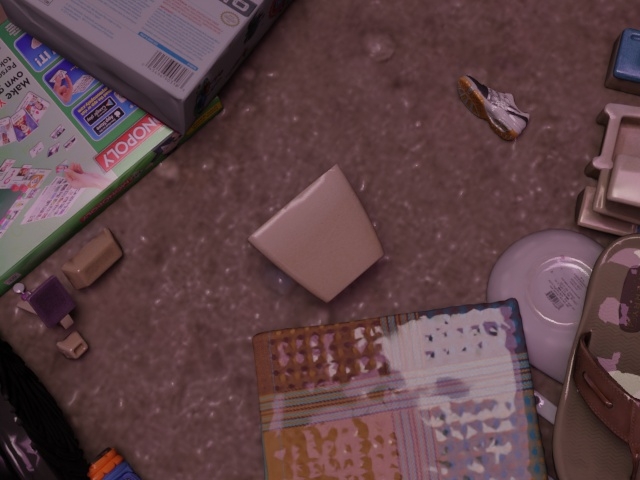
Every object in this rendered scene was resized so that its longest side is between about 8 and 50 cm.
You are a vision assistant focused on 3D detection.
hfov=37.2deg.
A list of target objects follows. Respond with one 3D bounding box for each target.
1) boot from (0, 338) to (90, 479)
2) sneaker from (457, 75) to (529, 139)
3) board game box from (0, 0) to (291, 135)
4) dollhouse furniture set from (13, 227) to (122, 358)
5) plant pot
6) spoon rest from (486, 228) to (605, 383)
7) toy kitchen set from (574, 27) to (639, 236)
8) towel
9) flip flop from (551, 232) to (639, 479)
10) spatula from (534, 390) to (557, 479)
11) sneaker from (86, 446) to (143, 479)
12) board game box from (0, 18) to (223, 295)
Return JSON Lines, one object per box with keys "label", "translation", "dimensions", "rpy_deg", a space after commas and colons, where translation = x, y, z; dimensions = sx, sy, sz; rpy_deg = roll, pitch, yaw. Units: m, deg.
{"label": "boot", "translation": [-0.393, 0.190, 0.876], "dimensions": [0.260, 0.131, 0.348], "rpy_deg": [-45, 62, -6]}
{"label": "sneaker", "translation": [0.177, -0.141, 0.969], "dimensions": [0.037, 0.032, 0.083], "rpy_deg": [-43, 86, -18]}
{"label": "board game box", "translation": [-0.136, -0.289, 0.941], "dimensions": [0.224, 0.097, 0.303], "rpy_deg": [34, 74, 5]}
{"label": "dollhouse furniture set", "translation": [-0.251, 0.046, 0.971], "dimensions": [0.081, 0.091, 0.114], "rpy_deg": [14, 52, 45]}
{"label": "plant pot", "translation": [0.000, 0.000, 0.920], "dimensions": [0.109, 0.109, 0.096], "rpy_deg": [-40, 93, -4]}
{"label": "spoon rest", "translation": [0.269, 0.109, 0.907], "dimensions": [0.137, 0.084, 0.276], "rpy_deg": [-32, 67, -3]}
{"label": "toy kitchen set", "translation": [0.330, -0.106, 0.882], "dimensions": [0.122, 0.166, 0.207], "rpy_deg": [14, 82, 5]}
{"label": "towel", "translation": [0.081, 0.254, 0.890], "dimensions": [0.271, 0.040, 0.370], "rpy_deg": [-8, 79, 9]}
{"label": "flip flop", "translation": [0.267, 0.118, 0.815], "dimensions": [0.112, 0.080, 0.277], "rpy_deg": [10, 73, 13]}
{"label": "spatula", "translation": [0.259, 0.270, 0.901], "dimensions": [0.242, 0.019, 0.168], "rpy_deg": [36, 85, 8]}
{"label": "sneaker", "translation": [-0.236, 0.308, 0.894], "dimensions": [0.087, 0.083, 0.221], "rpy_deg": [35, 86, 3]}
{"label": "board game box", "translation": [-0.289, -0.117, 0.980], "dimensions": [0.317, 0.046, 0.213], "rpy_deg": [-40, 82, -4]}
